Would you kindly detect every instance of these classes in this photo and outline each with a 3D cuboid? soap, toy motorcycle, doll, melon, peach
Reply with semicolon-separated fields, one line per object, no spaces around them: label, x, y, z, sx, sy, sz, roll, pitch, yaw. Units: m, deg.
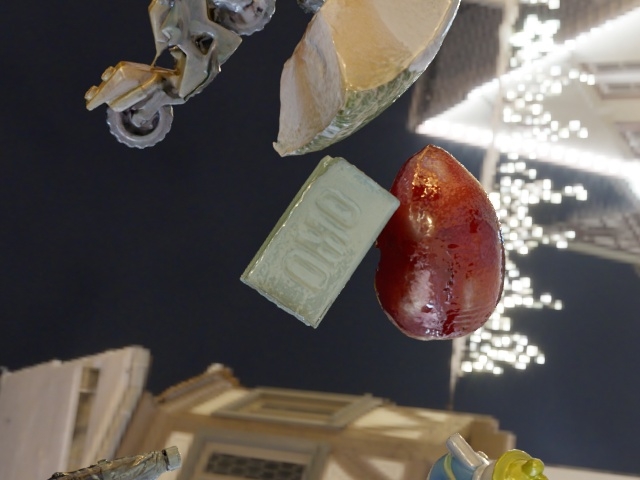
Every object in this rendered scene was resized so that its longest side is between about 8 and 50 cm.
soap;0.000;0.000;1.444;0.198;0.114;0.063;-57;10;-6
toy motorcycle;-0.157;-0.207;1.168;0.130;0.229;0.094;39;-171;-25
doll;0.222;0.331;1.516;0.099;0.241;0.135;17;-110;-26
melon;0.020;-0.127;0.848;0.093;0.202;0.139;36;-155;-14
peach;0.168;0.006;1.542;0.159;0.154;0.267;-2;-80;-55

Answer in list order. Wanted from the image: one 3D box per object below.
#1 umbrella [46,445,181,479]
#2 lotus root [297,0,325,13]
umbrella;-0.281;0.320;1.546;0.188;0.046;0.050;-13;-40;-27
lotus root;0.052;-0.362;1.424;0.209;0.120;0.120;-46;-26;13
